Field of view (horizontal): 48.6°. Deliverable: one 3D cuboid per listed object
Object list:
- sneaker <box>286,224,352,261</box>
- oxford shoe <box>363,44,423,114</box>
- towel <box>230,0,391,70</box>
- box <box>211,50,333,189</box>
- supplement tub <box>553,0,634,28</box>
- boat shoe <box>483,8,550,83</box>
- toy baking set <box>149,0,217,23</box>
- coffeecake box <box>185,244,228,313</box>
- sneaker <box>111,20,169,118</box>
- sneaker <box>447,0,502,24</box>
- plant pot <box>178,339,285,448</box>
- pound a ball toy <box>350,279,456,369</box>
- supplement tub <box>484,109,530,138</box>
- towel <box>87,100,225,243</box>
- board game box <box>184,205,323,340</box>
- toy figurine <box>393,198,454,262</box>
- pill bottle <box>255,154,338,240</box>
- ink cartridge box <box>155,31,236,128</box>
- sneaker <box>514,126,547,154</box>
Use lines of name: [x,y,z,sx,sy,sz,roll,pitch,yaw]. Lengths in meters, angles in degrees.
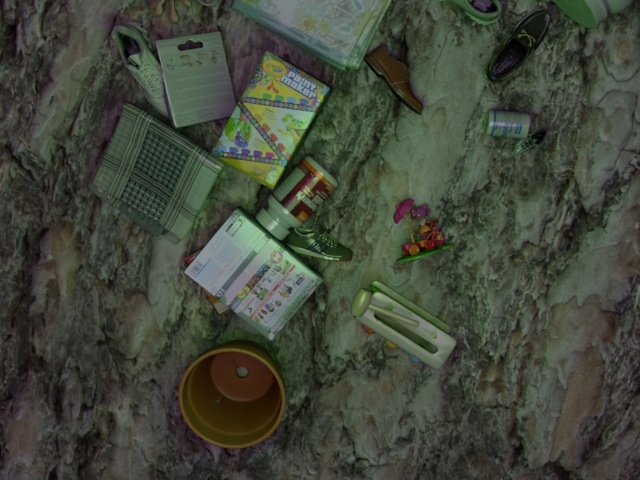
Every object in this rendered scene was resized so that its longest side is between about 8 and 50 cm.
sneaker: [0.000,0.000,1.970,0.192,0.064,0.086,11,107,3]
oxford shoe: [0.209,-0.424,1.868,0.076,0.076,0.212,-40,97,4]
towel: [-0.002,-0.654,1.818,0.374,0.090,0.320,28,99,-1]
box: [-0.111,-0.307,1.795,0.177,0.290,0.279,30,101,-3]
supplement tub: [0.716,-0.698,1.701,0.235,0.235,0.325,44,100,-7]
boat shoe: [0.518,-0.502,1.837,0.081,0.068,0.227,38,101,-6]
toy baking set: [-0.369,-0.688,1.860,0.256,0.030,0.196,-23,103,7]
coffeecake box: [-0.269,0.089,2.000,0.142,0.068,0.185,-30,99,8]
sneaker: [-0.455,-0.442,1.871,0.110,0.118,0.292,-33,100,7]
sneaker: [0.350,-0.638,1.789,0.262,0.121,0.099,25,101,-3]
plant pot: [-0.234,0.405,1.999,0.291,0.203,0.290,1,103,3]
pound a ball toy: [0.207,0.240,1.942,0.319,0.208,0.135,32,101,-5]
supplement tub: [0.493,-0.308,1.880,0.107,0.071,0.071,5,102,2]
towel: [-0.452,-0.168,1.909,0.312,0.056,0.324,33,123,-5]
board game box: [-0.177,0.088,1.918,0.303,0.097,0.224,40,94,-7]
toy figurine: [0.269,-0.039,1.939,0.173,0.130,0.159,-16,92,-16]
pill bottle: [-0.065,-0.112,1.911,0.121,0.121,0.221,42,94,-6]
ink cartridge box: [-0.328,-0.421,1.866,0.181,0.056,0.224,-16,97,-23]
sneaker: [0.561,-0.264,1.887,0.098,0.069,0.038,-44,97,10]
